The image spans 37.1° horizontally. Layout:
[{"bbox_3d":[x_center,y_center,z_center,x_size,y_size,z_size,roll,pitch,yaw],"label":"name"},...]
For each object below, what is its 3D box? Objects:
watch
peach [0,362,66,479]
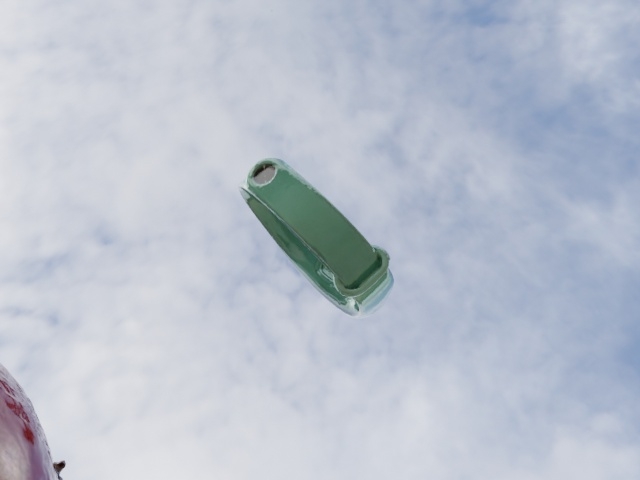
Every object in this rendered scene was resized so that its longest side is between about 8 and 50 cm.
[{"bbox_3d":[0.000,0.000,1.097,0.068,0.237,0.195,-40,-42,-8],"label":"watch"},{"bbox_3d":[-0.313,0.112,0.531,0.258,0.361,0.201,-36,-42,-21],"label":"peach"}]
